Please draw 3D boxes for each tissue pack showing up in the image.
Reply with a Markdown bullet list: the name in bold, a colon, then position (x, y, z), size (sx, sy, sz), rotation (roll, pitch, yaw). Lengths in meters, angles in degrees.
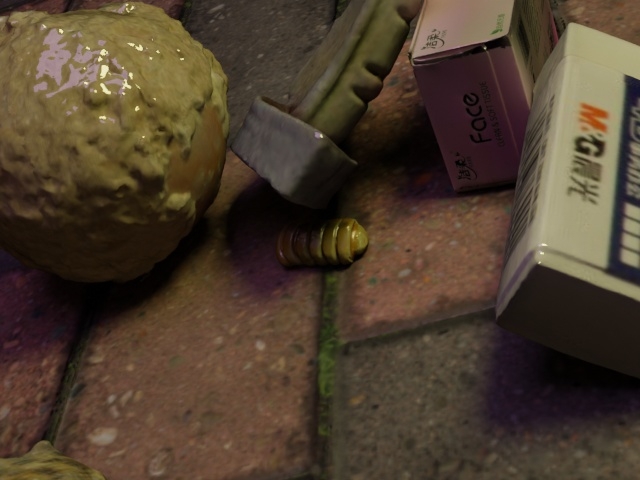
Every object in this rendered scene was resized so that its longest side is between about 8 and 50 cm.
- **tissue pack**: position (0.160, -0.175, 0.941), size (0.092, 0.148, 0.246), rotation (-10, 35, 22)

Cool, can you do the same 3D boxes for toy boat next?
- **toy boat**: position (0.017, -0.154, 0.941), size (0.293, 0.111, 0.276), rotation (-61, 10, -10)

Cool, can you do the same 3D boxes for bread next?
- **bread**: position (0.000, 0.000, 0.902), size (0.088, 0.033, 0.049), rotation (0, 47, 31)

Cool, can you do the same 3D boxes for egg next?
- **egg**: position (-0.219, -0.092, 0.960), size (0.310, 0.279, 0.279), rotation (-8, 34, 51)

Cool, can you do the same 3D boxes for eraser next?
- **eraser**: position (0.209, -0.040, 0.730), size (0.124, 0.081, 0.279), rotation (20, 47, 0)

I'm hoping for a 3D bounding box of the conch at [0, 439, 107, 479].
- **conch**: position (-0.195, 0.232, 0.596), size (0.210, 0.159, 0.291), rotation (-36, 38, -19)
